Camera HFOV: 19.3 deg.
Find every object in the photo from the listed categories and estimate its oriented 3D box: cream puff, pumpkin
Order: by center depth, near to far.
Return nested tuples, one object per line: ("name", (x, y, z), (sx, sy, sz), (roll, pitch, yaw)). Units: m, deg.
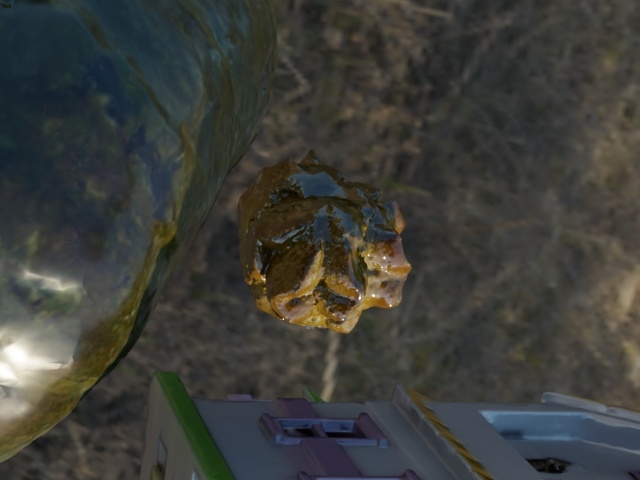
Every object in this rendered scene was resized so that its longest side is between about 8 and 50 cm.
("pumpkin", (-0.165, -0.043, 0.727), (0.242, 0.232, 0.325), (38, 93, -10))
("cream puff", (0.000, 0.000, 1.148), (0.122, 0.116, 0.094), (-39, 160, -35))

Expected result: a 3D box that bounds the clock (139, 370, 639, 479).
("clock", (0.085, 0.165, 0.847), (0.309, 0.235, 0.166), (1, 104, -14))
